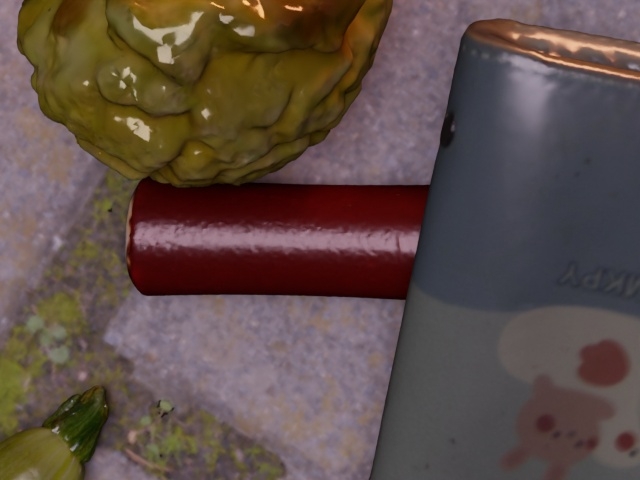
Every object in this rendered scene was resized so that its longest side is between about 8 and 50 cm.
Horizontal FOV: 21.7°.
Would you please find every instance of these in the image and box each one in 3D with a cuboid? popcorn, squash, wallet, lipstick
[{"bbox_3d":[-0.054,-0.160,0.977,0.206,0.237,0.251,49,130,16],"label":"popcorn"},{"bbox_3d":[-0.210,0.171,1.083,0.200,0.075,0.090,-45,59,5],"label":"squash"},{"bbox_3d":[0.170,0.066,0.981,0.252,0.083,0.360,9,107,-5],"label":"wallet"},{"bbox_3d":[0.000,0.000,1.048,0.241,0.080,0.080,1,91,8],"label":"lipstick"}]
